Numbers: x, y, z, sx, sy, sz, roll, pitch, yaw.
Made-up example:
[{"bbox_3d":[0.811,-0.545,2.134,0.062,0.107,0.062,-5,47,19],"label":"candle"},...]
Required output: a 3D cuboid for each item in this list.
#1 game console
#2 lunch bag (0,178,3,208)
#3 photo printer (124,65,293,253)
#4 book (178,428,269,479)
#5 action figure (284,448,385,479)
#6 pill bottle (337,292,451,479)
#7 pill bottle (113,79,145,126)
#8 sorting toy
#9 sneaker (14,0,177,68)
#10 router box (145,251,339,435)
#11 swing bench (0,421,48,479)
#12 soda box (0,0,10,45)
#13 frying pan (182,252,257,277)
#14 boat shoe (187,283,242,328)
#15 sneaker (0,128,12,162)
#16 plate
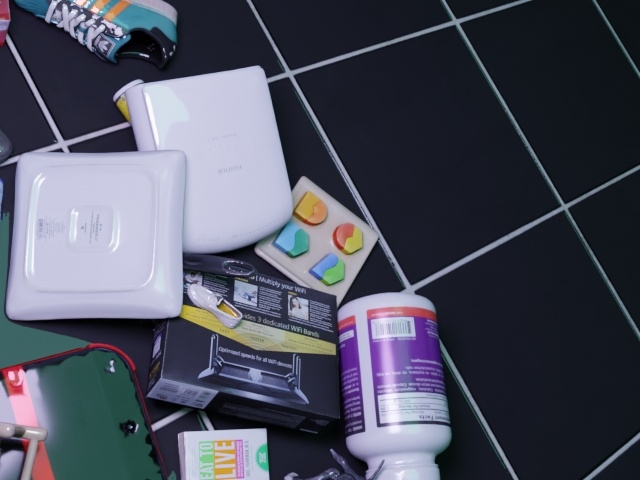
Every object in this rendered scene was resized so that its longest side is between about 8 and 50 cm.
[{"bbox_3d":[-0.395,0.363,1.302,0.342,0.060,0.386,-15,76,-26],"label":"game console"},{"bbox_3d":[-0.557,-0.058,1.362,0.151,0.096,0.128,27,55,-51],"label":"lunch bag"},{"bbox_3d":[-0.185,-0.133,1.542,0.256,0.107,0.307,-15,97,-31],"label":"photo printer"},{"bbox_3d":[-0.156,0.358,1.441,0.144,0.035,0.096,4,72,-28],"label":"book"},{"bbox_3d":[-0.010,0.444,1.419,0.276,0.141,0.164,-26,81,-18],"label":"action figure"},{"bbox_3d":[0.127,0.263,1.539,0.182,0.181,0.322,6,68,-26],"label":"pill bottle"},{"bbox_3d":[-0.310,-0.222,1.577,0.065,0.065,0.116,-37,91,-34],"label":"pill bottle"},{"bbox_3d":[0.000,0.000,1.667,0.193,0.038,0.208,37,57,-10],"label":"sorting toy"},{"bbox_3d":[-0.397,-0.390,1.576,0.302,0.108,0.121,9,61,-26],"label":"sneaker"},{"bbox_3d":[-0.121,0.172,1.476,0.309,0.081,0.242,18,49,-21],"label":"router box"},{"bbox_3d":[-0.521,0.346,1.137,0.255,0.165,0.253,8,75,2],"label":"swing bench"},{"bbox_3d":[-0.652,-0.386,1.452,0.263,0.083,0.092,-1,69,-28],"label":"soda box"},{"bbox_3d":[-0.276,0.005,1.442,0.326,0.053,0.197,-10,65,-4],"label":"frying pan"},{"bbox_3d":[-0.167,0.099,1.418,0.100,0.035,0.035,40,45,0],"label":"boat shoe"},{"bbox_3d":[-0.583,-0.212,1.386,0.229,0.132,0.086,33,58,-12],"label":"sneaker"},{"bbox_3d":[-0.354,-0.016,1.390,0.278,0.045,0.277,-1,76,2],"label":"plate"}]
